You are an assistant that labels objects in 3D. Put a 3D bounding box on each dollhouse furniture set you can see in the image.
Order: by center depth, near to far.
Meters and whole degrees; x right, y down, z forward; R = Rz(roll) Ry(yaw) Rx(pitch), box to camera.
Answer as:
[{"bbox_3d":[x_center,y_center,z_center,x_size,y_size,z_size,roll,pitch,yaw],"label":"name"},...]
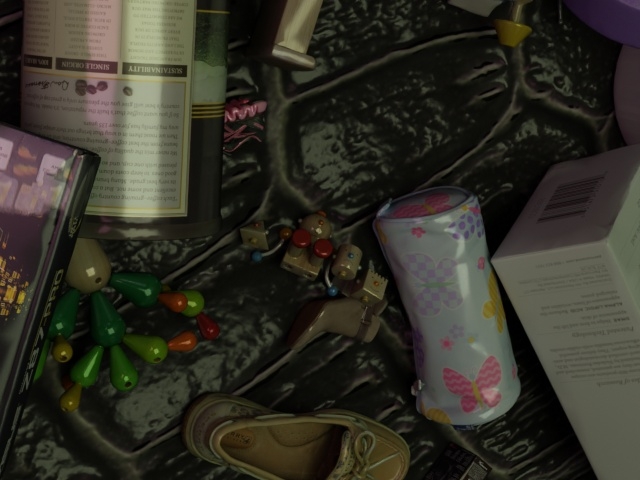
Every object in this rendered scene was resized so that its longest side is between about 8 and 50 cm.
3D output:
[{"bbox_3d":[0.115,-0.238,1.487,0.303,0.286,0.198,16,92,-16],"label":"dollhouse furniture set"}]

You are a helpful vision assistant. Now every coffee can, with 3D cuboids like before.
[{"bbox_3d":[-0.188,-0.150,1.402,0.201,0.201,0.275,-1,100,-26],"label":"coffee can"}]

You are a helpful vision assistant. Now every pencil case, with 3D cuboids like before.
[{"bbox_3d":[0.145,0.075,1.661,0.113,0.124,0.273,-43,124,-57],"label":"pencil case"}]

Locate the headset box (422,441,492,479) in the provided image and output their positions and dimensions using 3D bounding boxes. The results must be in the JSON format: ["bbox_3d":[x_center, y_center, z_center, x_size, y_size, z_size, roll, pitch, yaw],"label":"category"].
[{"bbox_3d":[0.155,0.287,1.731,0.032,0.062,0.083,41,80,-25],"label":"headset box"}]

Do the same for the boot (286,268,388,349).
[{"bbox_3d":[0.024,0.090,1.643,0.087,0.042,0.118,37,83,-29],"label":"boot"}]

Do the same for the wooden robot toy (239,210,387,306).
[{"bbox_3d":[0.000,0.000,1.594,0.173,0.076,0.079,24,57,-6],"label":"wooden robot toy"}]

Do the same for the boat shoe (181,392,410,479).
[{"bbox_3d":[-0.014,0.239,1.623,0.285,0.089,0.104,12,94,-28],"label":"boat shoe"}]

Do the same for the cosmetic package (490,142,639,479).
[{"bbox_3d":[0.370,0.109,1.711,0.385,0.156,0.217,59,42,-22],"label":"cosmetic package"}]

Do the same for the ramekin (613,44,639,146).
[{"bbox_3d":[0.490,-0.185,1.769,0.277,0.135,0.277,-5,102,-25],"label":"ramekin"}]

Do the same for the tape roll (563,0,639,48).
[{"bbox_3d":[0.388,-0.353,1.633,0.275,0.090,0.275,0,72,0],"label":"tape roll"}]

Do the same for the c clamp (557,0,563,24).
[{"bbox_3d":[0.216,-0.314,1.673,0.160,0.022,0.137,-6,102,-25],"label":"c clamp"}]

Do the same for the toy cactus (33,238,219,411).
[{"bbox_3d":[-0.224,0.067,1.498,0.219,0.112,0.180,-20,89,-19],"label":"toy cactus"}]

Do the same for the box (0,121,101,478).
[{"bbox_3d":[-0.427,0.014,1.283,0.395,0.097,0.318,19,91,1],"label":"box"}]

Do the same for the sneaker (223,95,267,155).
[{"bbox_3d":[-0.108,-0.113,1.542,0.119,0.047,0.057,-17,118,-21],"label":"sneaker"}]
